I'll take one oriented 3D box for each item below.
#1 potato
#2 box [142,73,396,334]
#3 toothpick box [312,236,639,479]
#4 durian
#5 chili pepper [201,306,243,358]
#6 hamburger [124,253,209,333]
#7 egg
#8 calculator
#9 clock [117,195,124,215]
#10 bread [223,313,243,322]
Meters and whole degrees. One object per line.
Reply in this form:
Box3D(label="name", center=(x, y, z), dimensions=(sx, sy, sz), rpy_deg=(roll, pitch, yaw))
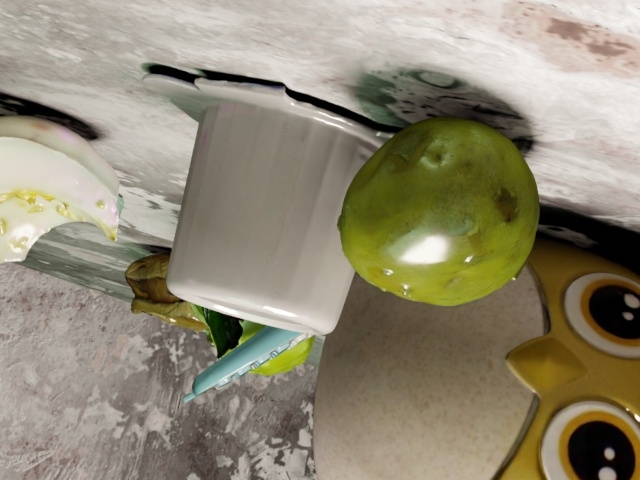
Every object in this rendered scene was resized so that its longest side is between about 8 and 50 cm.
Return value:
Box3D(label="potato", center=(0.107, -0.024, 1.151), dimensions=(0.186, 0.148, 0.253), rpy_deg=(-7, 156, -4))
Box3D(label="box", center=(-0.065, -0.028, 1.281), dimensions=(0.291, 0.206, 0.262), rpy_deg=(18, 170, -26))
Box3D(label="toothpick box", center=(0.232, 0.193, 1.468), dimensions=(0.425, 0.408, 0.409), rpy_deg=(7, 168, 16))
Box3D(label="durian", center=(-0.120, 0.111, 2.150), dimensions=(0.256, 0.204, 0.339), rpy_deg=(28, 169, 2))
Box3D(label="chili pepper", center=(-0.153, 0.070, 1.910), dimensions=(0.061, 0.224, 0.098), rpy_deg=(-5, 166, 14))
Box3D(label="hamburger", center=(-0.249, 0.109, 2.539), dimensions=(0.266, 0.134, 0.285), rpy_deg=(-3, 165, 42))
Box3D(label="egg", center=(-0.382, -0.081, 1.637), dimensions=(0.271, 0.161, 0.206), rpy_deg=(-23, 117, 21))
Box3D(label="calculator", center=(-0.043, 0.135, 1.905), dimensions=(0.054, 0.386, 0.256), rpy_deg=(56, 170, 3))
Box3D(label="clock", center=(-0.388, -0.071, 2.016), dimensions=(0.135, 0.041, 0.101), rpy_deg=(12, 169, 22))
Box3D(label="bread", center=(-0.101, 0.040, 1.847), dimensions=(0.160, 0.160, 0.073), rpy_deg=(25, 160, -40))
